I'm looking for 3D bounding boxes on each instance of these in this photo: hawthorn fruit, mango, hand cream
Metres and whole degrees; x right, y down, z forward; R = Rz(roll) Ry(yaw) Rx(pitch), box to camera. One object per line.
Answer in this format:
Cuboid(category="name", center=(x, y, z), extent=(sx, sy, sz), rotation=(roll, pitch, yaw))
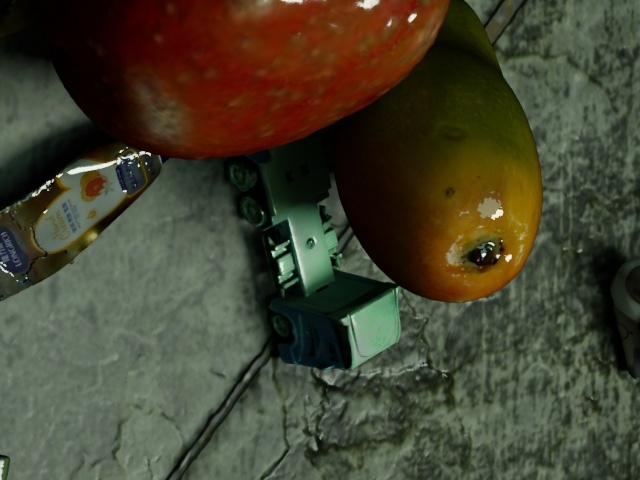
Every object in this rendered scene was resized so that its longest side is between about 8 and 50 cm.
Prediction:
Cuboid(category="hawthorn fruit", center=(-0.081, -0.160, 1.063), extent=(0.300, 0.254, 0.254), rotation=(-26, 116, -3))
Cuboid(category="mango", center=(0.076, -0.058, 1.198), extent=(0.289, 0.129, 0.146), rotation=(-75, 144, -68))
Cuboid(category="hand cream", center=(-0.149, -0.025, 1.136), extent=(0.163, 0.039, 0.062), rotation=(-40, 137, -25))

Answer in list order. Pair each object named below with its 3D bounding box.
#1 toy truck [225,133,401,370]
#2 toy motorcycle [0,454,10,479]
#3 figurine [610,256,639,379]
Cuboid(category="toy truck", center=(0.000, 0.000, 1.234), extent=(0.067, 0.081, 0.175), rotation=(-28, 115, -35))
Cuboid(category="toy motorcycle", center=(-0.270, 0.073, 1.003), extent=(0.275, 0.127, 0.205), rotation=(14, 87, -34))
Cuboid(category="figurine", center=(0.330, 0.019, 1.498), extent=(0.222, 0.145, 0.145), rotation=(-26, 114, -22))
